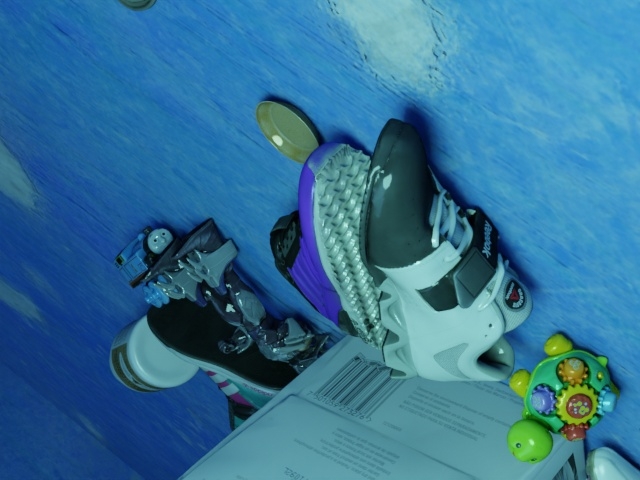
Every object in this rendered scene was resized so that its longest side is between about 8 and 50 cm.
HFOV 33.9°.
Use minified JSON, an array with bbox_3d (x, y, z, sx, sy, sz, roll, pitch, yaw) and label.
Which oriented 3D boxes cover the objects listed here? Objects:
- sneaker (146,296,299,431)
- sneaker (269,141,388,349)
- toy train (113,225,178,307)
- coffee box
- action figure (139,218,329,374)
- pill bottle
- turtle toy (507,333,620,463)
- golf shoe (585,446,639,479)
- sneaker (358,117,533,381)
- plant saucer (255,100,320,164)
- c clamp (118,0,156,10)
[{"bbox_3d":[-0.137,0.205,1.635,0.295,0.124,0.178,26,142,28],"label":"sneaker"},{"bbox_3d":[0.000,0.001,1.107,0.146,0.102,0.293,26,152,31],"label":"sneaker"},{"bbox_3d":[-0.237,0.035,1.541,0.105,0.080,0.184,50,155,-6],"label":"toy train"},{"bbox_3d":[0.085,0.367,1.234,0.337,0.338,0.334,19,134,41],"label":"coffee box"},{"bbox_3d":[-0.100,0.104,1.434,0.285,0.099,0.185,44,147,-15],"label":"action figure"},{"bbox_3d":[-0.294,0.197,1.825,0.131,0.131,0.229,45,156,-9],"label":"pill bottle"},{"bbox_3d":[0.231,0.160,1.016,0.095,0.130,0.066,42,-173,-11],"label":"turtle toy"},{"bbox_3d":[0.358,0.282,1.115,0.186,0.067,0.086,47,128,-11],"label":"golf shoe"},{"bbox_3d":[0.124,0.019,0.970,0.146,0.122,0.330,8,143,21],"label":"sneaker"},{"bbox_3d":[-0.030,-0.113,1.065,0.083,0.015,0.083,32,153,18],"label":"plant saucer"},{"bbox_3d":[-0.202,-0.288,1.017,0.137,0.022,0.161,15,145,43],"label":"c clamp"}]
